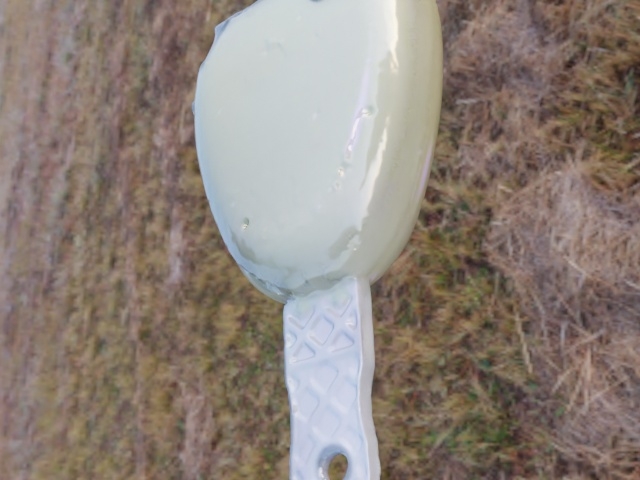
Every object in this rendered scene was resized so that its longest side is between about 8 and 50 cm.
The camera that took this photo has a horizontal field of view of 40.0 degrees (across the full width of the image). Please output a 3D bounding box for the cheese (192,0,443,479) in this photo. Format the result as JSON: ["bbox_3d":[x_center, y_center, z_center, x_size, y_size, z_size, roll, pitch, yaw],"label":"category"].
[{"bbox_3d":[0.000,0.000,0.360,0.127,0.054,0.251,-23,57,36],"label":"cheese"}]
